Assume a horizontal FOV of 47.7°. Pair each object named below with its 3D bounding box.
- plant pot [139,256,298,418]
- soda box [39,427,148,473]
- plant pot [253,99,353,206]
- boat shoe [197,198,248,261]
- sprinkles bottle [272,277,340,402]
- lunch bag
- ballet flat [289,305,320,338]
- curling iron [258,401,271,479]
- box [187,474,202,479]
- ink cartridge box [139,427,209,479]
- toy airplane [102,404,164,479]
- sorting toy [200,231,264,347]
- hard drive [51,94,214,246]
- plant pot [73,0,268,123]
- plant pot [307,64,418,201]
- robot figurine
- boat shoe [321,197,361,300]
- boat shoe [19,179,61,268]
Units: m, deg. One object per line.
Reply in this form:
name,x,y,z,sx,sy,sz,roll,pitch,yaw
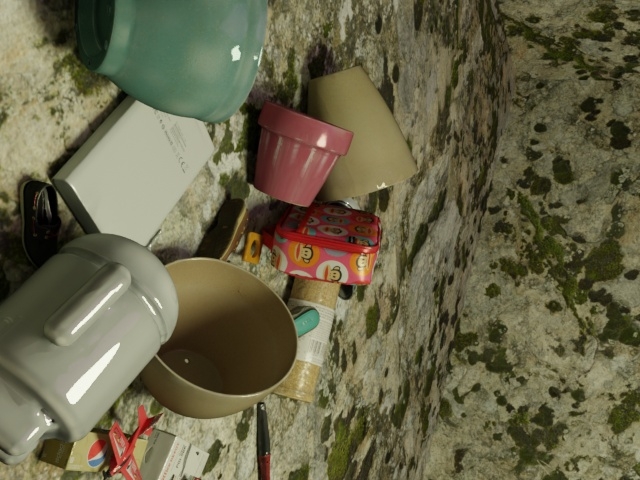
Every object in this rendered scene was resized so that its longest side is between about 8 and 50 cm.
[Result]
plant pot,-0.206,0.197,1.265,0.284,0.284,0.191,-44,170,-51
soda box,-0.362,0.339,1.174,0.181,0.058,0.061,39,62,-59
plant pot,-0.052,-0.176,1.521,0.201,0.201,0.180,2,110,-63
boat shoe,-0.184,0.000,1.426,0.178,0.064,0.060,-67,148,-32
sprinkles bottle,-0.032,0.198,1.721,0.121,0.121,0.356,37,64,-60
lunch bag,0.000,0.000,1.591,0.293,0.258,0.120,-71,170,-73
ballet flat,-0.092,0.206,1.589,0.213,0.068,0.072,-27,106,-37
curling iron,-0.136,0.512,1.696,0.068,0.035,0.274,-12,108,-62
box,-0.246,0.517,1.360,0.137,0.027,0.094,88,23,-45
ink cartridge box,-0.279,0.424,1.364,0.135,0.056,0.099,56,49,-54
toy airplane,-0.308,0.331,1.179,0.151,0.028,0.151,-30,124,-60
sorting toy,-0.185,0.149,1.491,0.196,0.047,0.348,48,55,-62
hard drive,-0.293,-0.128,1.200,0.308,0.040,0.203,-61,147,-36
plant pot,-0.234,-0.322,1.043,0.196,0.293,0.293,-2,100,-36
plant pot,0.072,-0.262,1.706,0.256,0.256,0.274,-35,112,-56
robot figurine,-0.333,0.128,0.991,0.200,0.300,0.353,42,53,-6
boat shoe,0.051,0.022,1.851,0.105,0.113,0.306,-73,165,-49
boat shoe,-0.394,-0.019,1.029,0.049,0.042,0.133,-33,128,-60
